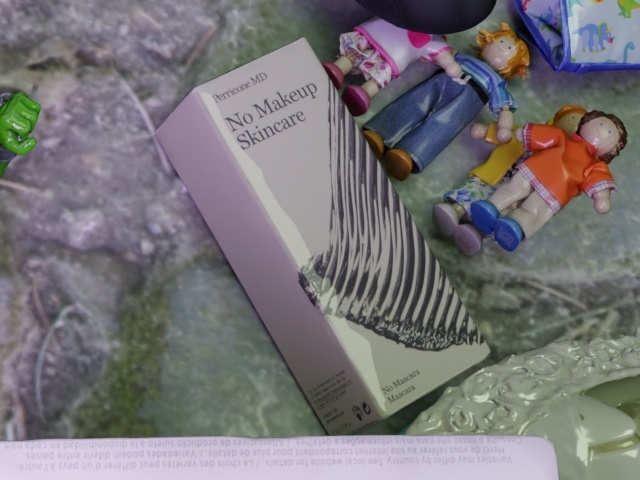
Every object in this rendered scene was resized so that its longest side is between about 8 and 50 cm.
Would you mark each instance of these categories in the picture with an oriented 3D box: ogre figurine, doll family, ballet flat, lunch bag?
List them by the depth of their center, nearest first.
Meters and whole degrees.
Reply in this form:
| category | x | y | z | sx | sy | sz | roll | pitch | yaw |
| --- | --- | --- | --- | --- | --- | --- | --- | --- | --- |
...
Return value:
| category | x | y | z | sx | sy | sz | roll | pitch | yaw |
| --- | --- | --- | --- | --- | --- | --- | --- | --- | --- |
| ogre figurine | -0.258 | -0.001 | 1.338 | 0.097 | 0.118 | 0.197 | 14 | 67 | -17 |
| ballet flat | 0.237 | 0.136 | 1.478 | 0.409 | 0.147 | 0.147 | -17 | 80 | -28 |
| doll family | 0.123 | -0.094 | 1.552 | 0.163 | 0.118 | 0.263 | -40 | 73 | -22 |
| lunch bag | 0.228 | -0.205 | 1.628 | 0.129 | 0.096 | 0.151 | -4 | 65 | -25 |

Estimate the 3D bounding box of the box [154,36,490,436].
| category | x | y | z | sx | sy | sz | roll | pitch | yaw |
| --- | --- | --- | --- | --- | --- | --- | --- | --- | --- |
| box | 0.000 | 0.000 | 1.461 | 0.113 | 0.094 | 0.275 | -29 | 86 | -28 |

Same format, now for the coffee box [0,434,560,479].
| category | x | y | z | sx | sy | sz | roll | pitch | yaw |
| --- | --- | --- | --- | --- | --- | --- | --- | --- | --- |
| coffee box | -0.053 | 0.316 | 1.169 | 0.338 | 0.338 | 0.334 | 1 | 70 | -15 |

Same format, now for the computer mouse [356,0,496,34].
| category | x | y | z | sx | sy | sz | roll | pitch | yaw |
| --- | --- | --- | --- | --- | --- | --- | --- | --- | --- |
| computer mouse | 0.026 | -0.262 | 1.524 | 0.272 | 0.072 | 0.188 | 40 | 56 | 18 |
